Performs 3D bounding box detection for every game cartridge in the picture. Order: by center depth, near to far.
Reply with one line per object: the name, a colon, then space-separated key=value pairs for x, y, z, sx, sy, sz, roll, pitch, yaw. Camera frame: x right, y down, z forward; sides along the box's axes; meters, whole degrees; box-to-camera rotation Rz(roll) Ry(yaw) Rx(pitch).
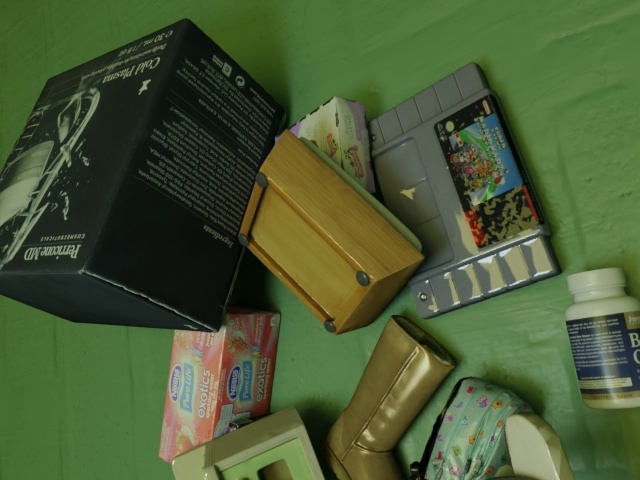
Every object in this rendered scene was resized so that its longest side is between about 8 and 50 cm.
game cartridge: x=0.210 y=-0.078 z=0.892 sx=0.230 sy=0.068 sz=0.355 roll=-28 pitch=69 yaw=35

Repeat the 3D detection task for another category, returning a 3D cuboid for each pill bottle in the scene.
pill bottle: x=0.370 y=0.124 z=0.724 sx=0.094 sy=0.094 sz=0.169 roll=-16 pitch=75 yaw=34

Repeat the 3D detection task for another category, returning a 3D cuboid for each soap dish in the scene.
soap dish: x=0.000 y=0.000 z=0.907 sx=0.291 sy=0.118 sz=0.229 roll=44 pitch=143 yaw=12

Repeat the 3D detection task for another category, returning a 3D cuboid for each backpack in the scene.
backpack: x=0.220 y=0.288 z=0.794 sx=0.115 sy=0.152 sz=0.182 roll=19 pitch=81 yaw=38

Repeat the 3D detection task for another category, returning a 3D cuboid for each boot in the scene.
boot: x=0.127 y=0.292 z=0.888 sx=0.236 sy=0.089 sz=0.269 roll=39 pitch=106 yaw=33

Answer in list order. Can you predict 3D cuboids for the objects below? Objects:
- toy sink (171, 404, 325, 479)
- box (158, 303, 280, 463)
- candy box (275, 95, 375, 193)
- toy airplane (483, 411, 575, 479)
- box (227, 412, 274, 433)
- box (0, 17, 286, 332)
toy sink: x=-0.116 y=0.401 z=0.931 sx=0.234 sy=0.131 sz=0.152 roll=-20 pitch=93 yaw=-10
box: x=-0.193 y=0.277 z=1.085 sx=0.142 sy=0.154 sz=0.299 roll=6 pitch=88 yaw=37
candy box: x=0.002 y=-0.139 z=1.010 sx=0.196 sy=0.070 sz=0.164 roll=-19 pitch=72 yaw=52
toy airplane: x=0.257 y=0.433 z=0.558 sx=0.386 sy=0.273 sz=0.384 roll=-102 pitch=4 yaw=-59
box: x=-0.129 y=0.409 z=1.044 sx=0.029 sy=0.116 sz=0.162 roll=5 pitch=87 yaw=38
box: x=-0.379 y=-0.095 z=1.091 sx=0.480 sy=0.297 sz=0.471 roll=-4 pitch=63 yaw=37
